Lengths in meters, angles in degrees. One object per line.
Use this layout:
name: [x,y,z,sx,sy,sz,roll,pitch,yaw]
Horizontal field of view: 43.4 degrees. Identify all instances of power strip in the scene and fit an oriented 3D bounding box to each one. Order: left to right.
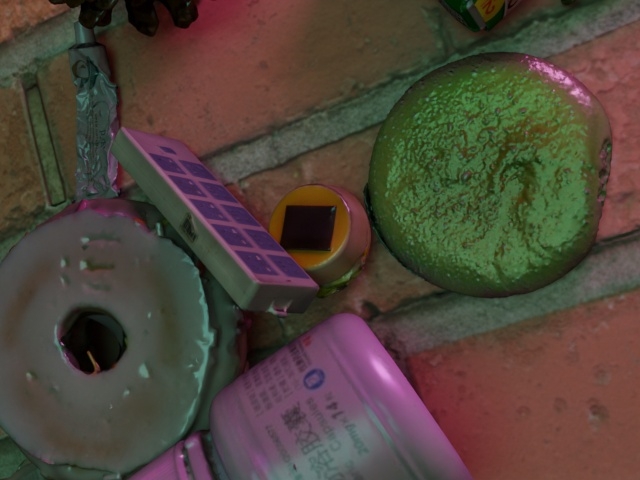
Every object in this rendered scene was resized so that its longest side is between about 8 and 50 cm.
power strip: [-0.141,-0.035,0.979,0.367,0.106,0.043,45,113,35]

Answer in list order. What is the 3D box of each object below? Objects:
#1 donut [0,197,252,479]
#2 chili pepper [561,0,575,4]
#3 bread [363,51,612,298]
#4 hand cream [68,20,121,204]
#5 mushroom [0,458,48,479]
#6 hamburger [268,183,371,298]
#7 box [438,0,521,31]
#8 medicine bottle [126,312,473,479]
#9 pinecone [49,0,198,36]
donut: [-0.258,0.129,1.041,0.383,0.142,0.382,-1,87,18]
chili pepper: [0.356,-0.342,0.907,0.202,0.050,0.051,-27,42,18]
bread: [0.191,-0.080,0.949,0.302,0.045,0.301,-1,86,20]
hand cream: [-0.322,-0.180,1.133,0.084,0.050,0.256,-5,91,21]
mushroom: [-0.387,0.406,1.052,0.099,0.096,0.278,-19,49,10]
hamburger: [0.000,0.000,0.991,0.127,0.081,0.141,-16,68,21]
box: [0.169,-0.384,0.933,0.180,0.103,0.250,-41,70,13]
medicine bottle: [-0.029,0.259,0.860,0.325,0.256,0.256,-33,76,-3]
pinecone: [-0.218,-0.374,1.008,0.264,0.264,0.264,-1,86,19]
